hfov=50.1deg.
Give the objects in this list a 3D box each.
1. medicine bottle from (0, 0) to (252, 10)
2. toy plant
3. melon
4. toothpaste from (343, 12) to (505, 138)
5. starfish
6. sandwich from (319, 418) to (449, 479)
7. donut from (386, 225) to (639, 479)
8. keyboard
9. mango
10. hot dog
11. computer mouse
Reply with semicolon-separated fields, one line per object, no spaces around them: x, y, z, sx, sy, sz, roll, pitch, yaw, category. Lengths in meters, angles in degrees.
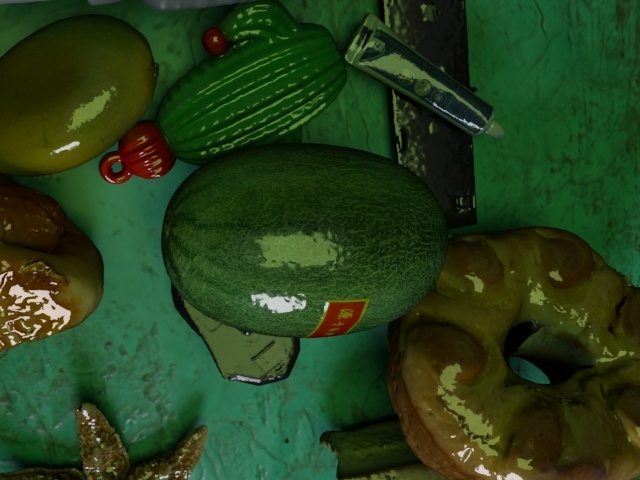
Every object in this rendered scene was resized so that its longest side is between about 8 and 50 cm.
-0.126;-0.299;0.511;0.306;0.245;0.245;-12;106;-12;medicine bottle
-0.081;-0.117;0.656;0.240;0.088;0.154;-49;130;9;toy plant
0.000;0.000;0.632;0.287;0.182;0.182;0;102;-19;melon
0.115;-0.161;0.715;0.197;0.035;0.057;29;89;-17;toothpaste
-0.217;0.271;0.707;0.277;0.062;0.236;39;87;-21;starfish
0.119;0.274;0.797;0.235;0.122;0.128;-3;99;-16;sandwich
0.221;0.131;0.729;0.317;0.150;0.299;34;57;1;donut
0.120;-0.165;0.747;0.106;0.027;0.317;-10;105;-14;keyboard
-0.228;-0.118;0.593;0.191;0.085;0.122;-36;79;1;mango
-0.323;0.019;0.573;0.256;0.150;0.153;-17;117;-15;hot dog
-0.088;0.075;0.714;0.099;0.057;0.172;-38;98;-7;computer mouse
